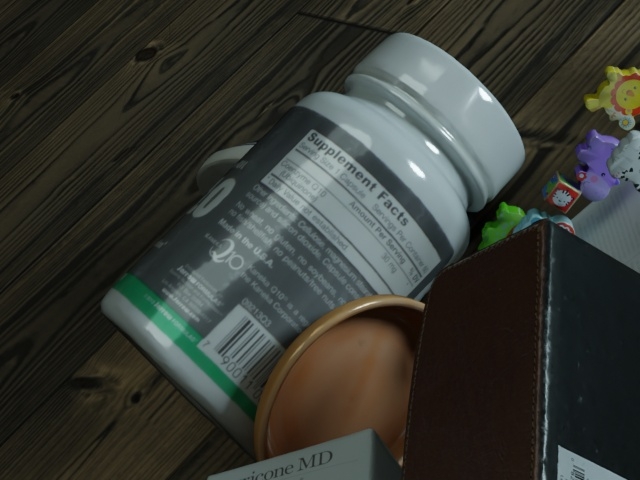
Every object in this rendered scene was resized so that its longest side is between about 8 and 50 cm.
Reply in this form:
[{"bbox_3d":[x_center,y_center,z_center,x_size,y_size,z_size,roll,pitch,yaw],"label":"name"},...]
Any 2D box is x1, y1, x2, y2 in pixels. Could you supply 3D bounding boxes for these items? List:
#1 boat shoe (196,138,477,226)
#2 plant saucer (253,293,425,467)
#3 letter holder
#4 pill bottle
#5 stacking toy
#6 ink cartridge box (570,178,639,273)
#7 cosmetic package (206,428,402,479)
[{"bbox_3d":[0.039,-0.087,1.426,0.340,0.127,0.158,5,44,31],"label":"boat shoe"},{"bbox_3d":[0.028,0.133,1.087,0.200,0.200,0.037,-42,38,-12],"label":"plant saucer"},{"bbox_3d":[0.125,0.176,0.915,0.214,0.152,0.302,-28,45,45],"label":"letter holder"},{"bbox_3d":[0.000,0.000,1.166,0.361,0.204,0.204,-45,37,-11],"label":"pill bottle"},{"bbox_3d":[0.206,-0.028,1.083,0.221,0.052,0.167,-54,11,25],"label":"stacking toy"},{"bbox_3d":[0.232,0.079,1.092,0.255,0.097,0.189,-44,29,29],"label":"ink cartridge box"},{"bbox_3d":[0.003,0.271,0.986,0.151,0.151,0.183,-19,38,19],"label":"cosmetic package"}]
